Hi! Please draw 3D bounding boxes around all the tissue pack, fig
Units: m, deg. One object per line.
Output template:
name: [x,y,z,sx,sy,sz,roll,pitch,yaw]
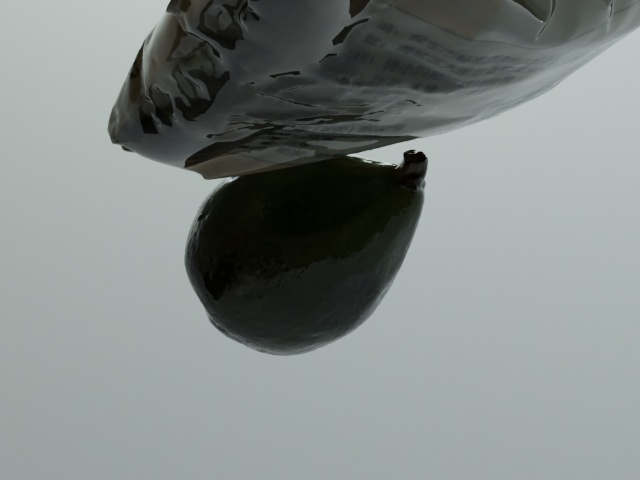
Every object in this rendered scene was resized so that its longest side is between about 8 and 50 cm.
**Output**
tissue pack: [0.066,-0.169,0.808,0.375,0.195,0.390,-26,180,-30]
fig: [0.000,0.000,1.046,0.245,0.195,0.195,-19,-159,35]
